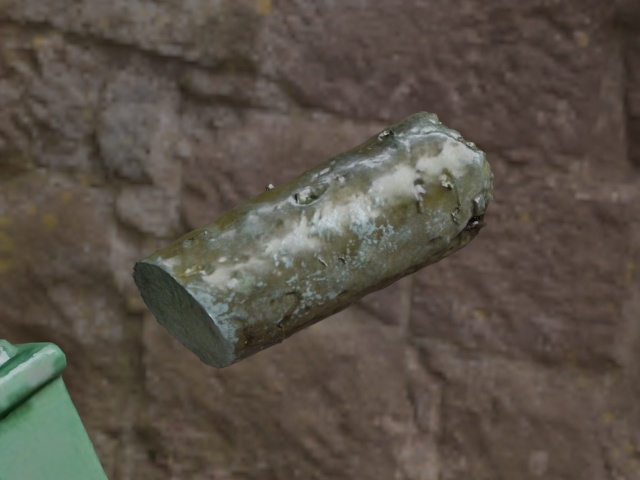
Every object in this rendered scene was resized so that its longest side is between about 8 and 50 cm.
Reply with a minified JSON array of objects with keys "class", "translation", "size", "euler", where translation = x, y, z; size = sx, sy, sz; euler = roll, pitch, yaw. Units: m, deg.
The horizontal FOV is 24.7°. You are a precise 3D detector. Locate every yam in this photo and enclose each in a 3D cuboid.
[{"class":"yam","translation":[0.000,0.000,0.733],"size":[0.179,0.078,0.078],"euler":[-27,23,-16]}]

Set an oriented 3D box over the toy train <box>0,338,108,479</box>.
[{"class":"toy train","translation":[-0.179,0.173,0.555],"size":[0.145,0.202,0.266],"euler":[-8,21,42]}]
